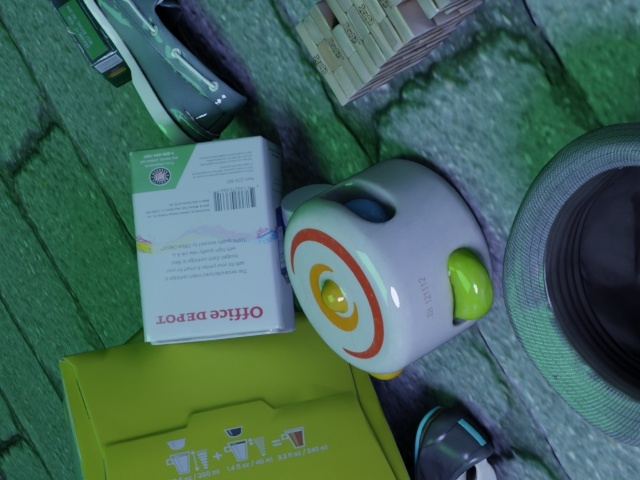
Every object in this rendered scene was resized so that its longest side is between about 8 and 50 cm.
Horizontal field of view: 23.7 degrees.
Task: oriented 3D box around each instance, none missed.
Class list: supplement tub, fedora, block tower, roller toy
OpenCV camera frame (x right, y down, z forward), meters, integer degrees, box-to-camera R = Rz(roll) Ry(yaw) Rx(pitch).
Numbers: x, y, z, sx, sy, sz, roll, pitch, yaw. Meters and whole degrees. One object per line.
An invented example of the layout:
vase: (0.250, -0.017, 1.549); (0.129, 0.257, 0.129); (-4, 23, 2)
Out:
supplement tub: (0.000, 0.000, 1.664); (0.071, 0.071, 0.107); (22, 134, 49)
fedora: (0.278, 0.019, 1.175); (0.244, 0.124, 0.275); (46, 140, 21)
block tower: (0.093, -0.231, 1.283); (0.097, 0.091, 0.335); (59, 151, 2)
roller toy: (0.060, 0.029, 1.513); (0.191, 0.146, 0.209); (57, 152, 8)

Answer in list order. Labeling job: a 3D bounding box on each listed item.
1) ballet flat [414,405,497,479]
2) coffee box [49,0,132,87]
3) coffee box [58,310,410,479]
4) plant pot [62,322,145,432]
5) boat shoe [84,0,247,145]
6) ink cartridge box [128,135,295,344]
ballet flat: (0.145, 0.305, 1.691); (0.096, 0.095, 0.280); (28, 139, 27)
coffee box: (-0.272, -0.248, 1.826); (0.113, 0.040, 0.184); (58, -179, 2)
coffee box: (-0.091, 0.325, 1.724); (0.338, 0.338, 0.334); (-112, 16, -45)
plant pot: (-0.196, 0.214, 2.000); (0.254, 0.239, 0.254); (39, 144, 36)
boat shoe: (-0.188, -0.254, 1.745); (0.099, 0.116, 0.319); (-35, 75, 19)
ink cartridge box: (-0.117, 0.003, 1.663); (0.093, 0.154, 0.212); (22, -117, -77)
